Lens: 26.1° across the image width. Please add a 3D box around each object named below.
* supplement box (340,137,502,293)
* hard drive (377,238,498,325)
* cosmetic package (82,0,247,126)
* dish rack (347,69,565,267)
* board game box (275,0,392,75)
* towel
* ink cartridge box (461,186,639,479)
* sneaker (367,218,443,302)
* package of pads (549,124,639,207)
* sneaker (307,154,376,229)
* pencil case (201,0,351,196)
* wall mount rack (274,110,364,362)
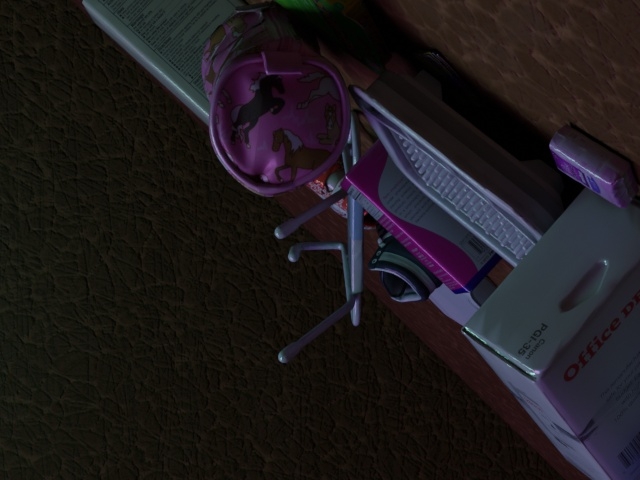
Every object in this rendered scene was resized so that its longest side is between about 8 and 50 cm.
[{"bbox_3d":[0.143,-0.044,1.798,0.220,0.111,0.114,44,175,0],"label":"supplement box"},{"bbox_3d":[0.254,0.103,2.424,0.233,0.047,0.353,46,173,-26],"label":"hard drive"},{"bbox_3d":[-0.168,-0.279,1.965,0.309,0.160,0.113,43,175,6],"label":"cosmetic package"},{"bbox_3d":[0.179,-0.065,1.530,0.285,0.072,0.333,40,176,21],"label":"dish rack"},{"bbox_3d":[-0.017,-0.279,1.552,0.259,0.039,0.124,43,176,30],"label":"board game box"},{"bbox_3d":[0.133,-0.170,1.449,0.083,0.009,0.060,45,173,-19],"label":"towel"},{"bbox_3d":[0.296,0.108,1.383,0.117,0.207,0.283,34,169,47],"label":"ink cartridge box"},{"bbox_3d":[0.109,-0.011,2.049,0.282,0.153,0.099,36,171,49],"label":"sneaker"},{"bbox_3d":[0.252,-0.068,1.272,0.083,0.032,0.050,39,170,36],"label":"package of pads"},{"bbox_3d":[0.012,-0.118,2.269,0.270,0.090,0.145,43,174,-36],"label":"sneaker"},{"bbox_3d":[-0.057,-0.173,1.592,0.167,0.160,0.386,54,-174,-17],"label":"pencil case"},{"bbox_3d":[0.000,0.000,1.982,0.304,0.130,0.350,-93,1,-59],"label":"wall mount rack"}]
